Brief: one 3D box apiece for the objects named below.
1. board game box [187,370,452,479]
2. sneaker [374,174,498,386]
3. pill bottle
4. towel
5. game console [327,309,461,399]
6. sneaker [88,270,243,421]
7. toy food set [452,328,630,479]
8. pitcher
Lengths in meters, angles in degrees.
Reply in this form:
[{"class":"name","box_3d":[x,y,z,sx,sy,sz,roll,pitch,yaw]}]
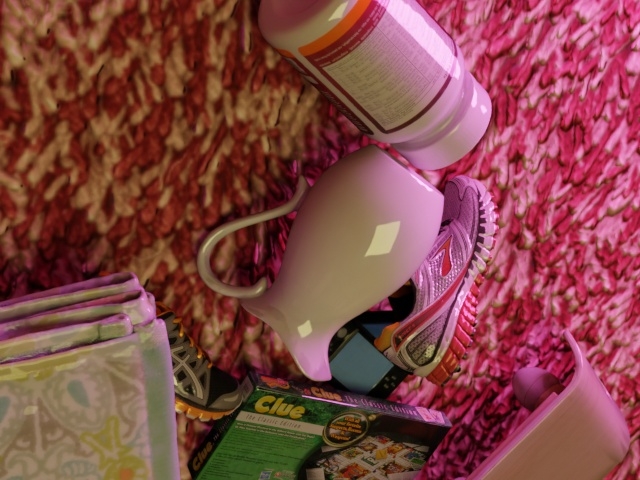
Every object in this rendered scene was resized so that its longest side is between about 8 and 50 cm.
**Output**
[{"class":"board game box","box_3d":[0.003,0.215,1.481,0.259,0.030,0.136,17,120,-35]},{"class":"sneaker","box_3d":[0.114,0.026,1.388,0.093,0.225,0.088,21,148,-7]},{"class":"pill bottle","box_3d":[0.054,-0.165,1.283,0.121,0.121,0.221,-49,127,0]},{"class":"towel","box_3d":[-0.279,0.225,1.227,0.320,0.090,0.374,-12,118,-21]},{"class":"game console","box_3d":[0.064,0.128,1.464,0.107,0.071,0.122,-47,126,-2]},{"class":"sneaker","box_3d":[-0.150,0.102,1.327,0.215,0.084,0.083,31,90,-36]},{"class":"toy food set","box_3d":[0.209,0.257,1.603,0.306,0.092,0.220,-44,142,-2]},{"class":"pitcher","box_3d":[0.000,0.000,1.326,0.178,0.125,0.207,37,97,1]}]
